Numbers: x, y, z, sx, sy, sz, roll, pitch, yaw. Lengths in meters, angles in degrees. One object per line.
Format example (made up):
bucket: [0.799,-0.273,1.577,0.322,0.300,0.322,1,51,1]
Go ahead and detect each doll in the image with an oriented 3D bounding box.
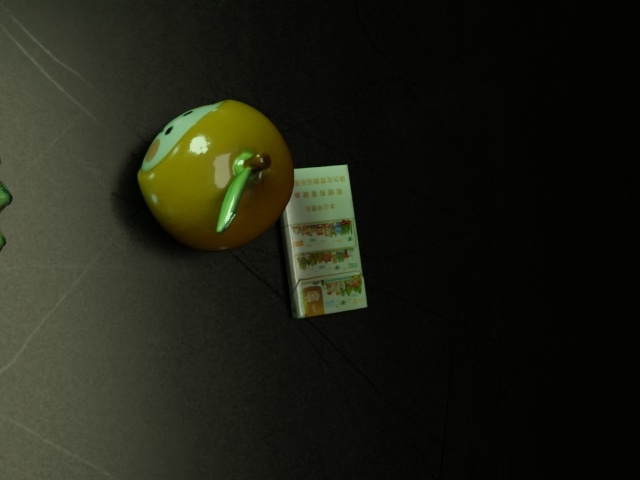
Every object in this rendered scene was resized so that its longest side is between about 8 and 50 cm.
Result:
doll: [-0.121,-0.086,1.350,0.213,0.236,0.213,0,90,-31]

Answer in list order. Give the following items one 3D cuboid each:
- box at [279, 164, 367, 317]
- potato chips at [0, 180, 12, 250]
box: [0.000,0.000,1.519,0.122,0.032,0.220,-7,88,-28]
potato chips: [-0.596,-0.043,1.200,0.429,0.070,0.358,-29,101,-25]
